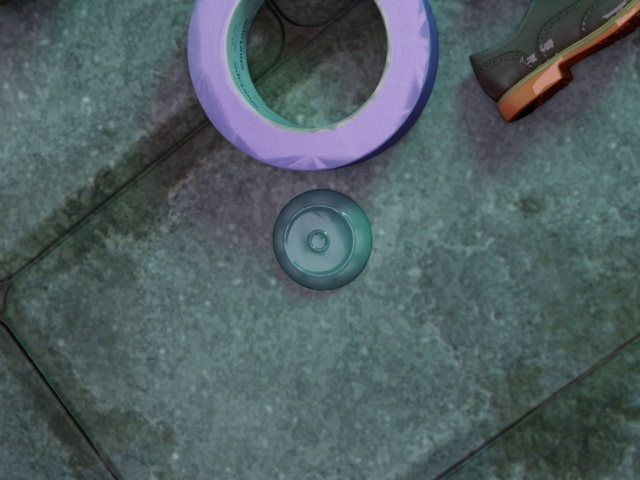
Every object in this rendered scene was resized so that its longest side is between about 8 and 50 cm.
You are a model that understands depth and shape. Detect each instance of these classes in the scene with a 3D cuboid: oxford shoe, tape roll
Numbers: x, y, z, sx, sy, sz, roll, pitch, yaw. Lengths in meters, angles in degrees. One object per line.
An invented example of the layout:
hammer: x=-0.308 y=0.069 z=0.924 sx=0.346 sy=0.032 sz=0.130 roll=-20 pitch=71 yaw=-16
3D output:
oxford shoe: x=0.282 y=-0.247 z=1.530 sx=0.271 sy=0.097 sz=0.098 roll=-38 pitch=80 yaw=12
tape roll: x=-0.007 y=-0.216 z=1.592 sx=0.275 sy=0.090 sz=0.274 roll=1 pitch=95 yaw=12

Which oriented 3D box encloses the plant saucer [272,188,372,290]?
plant saucer: x=0.000 y=0.000 z=1.640 sx=0.119 sy=0.021 sz=0.119 roll=1 pitch=94 yaw=12

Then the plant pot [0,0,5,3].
plant pot: x=-0.367 y=-0.374 z=1.586 sx=0.212 sy=0.187 sz=0.212 roll=-33 pitch=87 yaw=-8
